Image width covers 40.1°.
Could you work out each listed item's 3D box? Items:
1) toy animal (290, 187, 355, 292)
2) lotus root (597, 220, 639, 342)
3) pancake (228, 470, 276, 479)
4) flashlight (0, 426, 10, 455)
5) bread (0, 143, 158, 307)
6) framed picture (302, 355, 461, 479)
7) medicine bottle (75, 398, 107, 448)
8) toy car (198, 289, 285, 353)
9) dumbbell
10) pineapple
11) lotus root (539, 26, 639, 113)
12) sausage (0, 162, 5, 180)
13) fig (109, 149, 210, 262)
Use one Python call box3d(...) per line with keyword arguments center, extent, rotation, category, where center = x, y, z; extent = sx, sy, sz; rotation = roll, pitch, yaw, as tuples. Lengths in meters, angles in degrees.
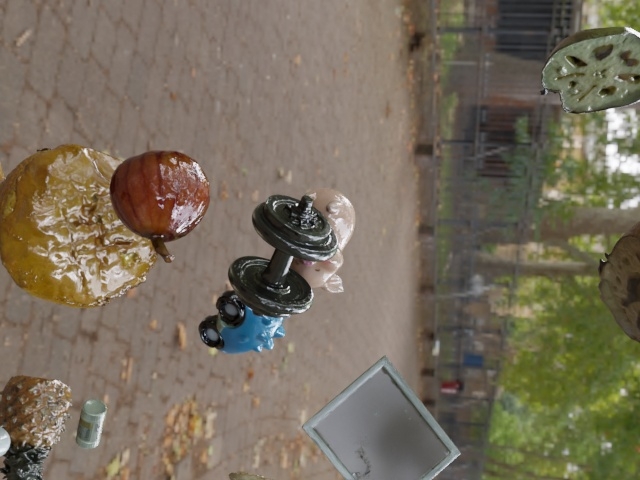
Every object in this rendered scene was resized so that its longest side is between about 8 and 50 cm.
box3d(center=(-0.006, -0.005, 2.072), extent=(0.154, 0.166, 0.250), rotation=(-15, 127, -58), category="toy animal")
box3d(center=(0.716, 0.125, 1.742), extent=(0.375, 0.111, 0.390), rotation=(53, -15, -15), category="lotus root")
box3d(center=(-0.129, 0.525, 1.904), extent=(0.152, 0.151, 0.025), rotation=(68, 34, -69), category="pancake")
box3d(center=(-0.571, 0.331, 1.401), extent=(0.048, 0.093, 0.200), rotation=(-57, 163, 9), category="flashlight")
box3d(center=(-0.561, -0.030, 2.042), extent=(0.398, 0.215, 0.398), rotation=(-11, 108, -37), category="bread")
box3d(center=(0.122, 0.392, 1.727), extent=(0.273, 0.216, 0.016), rotation=(53, -8, -15), category="framed picture")
box3d(center=(-0.426, 0.341, 1.630), extent=(0.047, 0.047, 0.083), rotation=(-68, 176, -64), category="medicine bottle")
box3d(center=(-0.181, 0.202, 2.274), extent=(0.255, 0.190, 0.188), rotation=(-49, 180, 38), category="toy car")
box3d(center=(-0.077, 0.037, 1.803), extent=(0.192, 0.192, 0.290), rotation=(-66, -179, -65), category="dumbbell")
box3d(center=(-0.611, 0.430, 1.844), extent=(0.158, 0.157, 0.279), rotation=(70, 21, -68), category="pineapple")
box3d(center=(0.477, -0.305, 1.501), extent=(0.183, 0.203, 0.078), rotation=(70, 20, -53), category="lotus root")
box3d(center=(-0.666, -0.151, 1.337), extent=(0.233, 0.287, 0.233), rotation=(159, -90, -77), category="sausage")
box3d(center=(-0.194, -0.048, 1.122), extent=(0.150, 0.128, 0.128), rotation=(53, 4, 9), category="fig")
